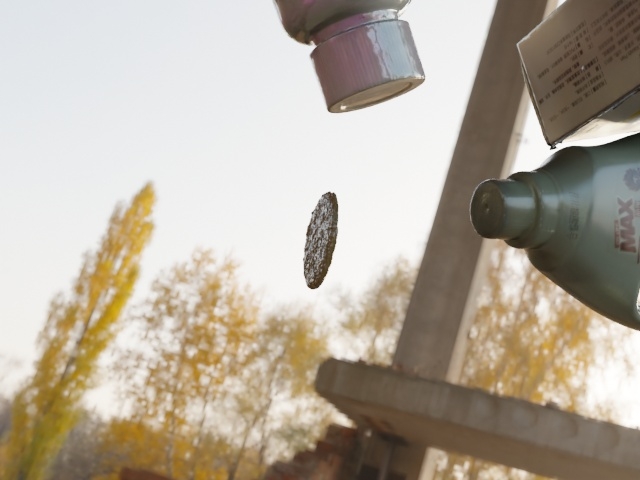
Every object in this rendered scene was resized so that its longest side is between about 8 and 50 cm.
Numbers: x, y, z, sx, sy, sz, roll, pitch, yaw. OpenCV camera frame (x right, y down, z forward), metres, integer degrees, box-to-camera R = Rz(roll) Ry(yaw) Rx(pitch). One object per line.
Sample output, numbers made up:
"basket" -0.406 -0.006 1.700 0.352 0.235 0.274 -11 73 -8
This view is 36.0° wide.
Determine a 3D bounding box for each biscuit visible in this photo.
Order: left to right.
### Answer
"biscuit" 0.000 0.000 1.147 0.015 0.120 0.120 11 -17 -15

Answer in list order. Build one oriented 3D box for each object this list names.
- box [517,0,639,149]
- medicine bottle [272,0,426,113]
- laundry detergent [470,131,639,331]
"box" 0.375 -0.225 1.082 0.173 0.145 0.333 -10 -11 -19
"medicine bottle" -0.003 -0.215 0.639 0.095 0.260 0.095 -16 -5 -1
"laundry detergent" 0.354 -0.012 1.142 0.398 0.263 0.125 1 -1 -28
